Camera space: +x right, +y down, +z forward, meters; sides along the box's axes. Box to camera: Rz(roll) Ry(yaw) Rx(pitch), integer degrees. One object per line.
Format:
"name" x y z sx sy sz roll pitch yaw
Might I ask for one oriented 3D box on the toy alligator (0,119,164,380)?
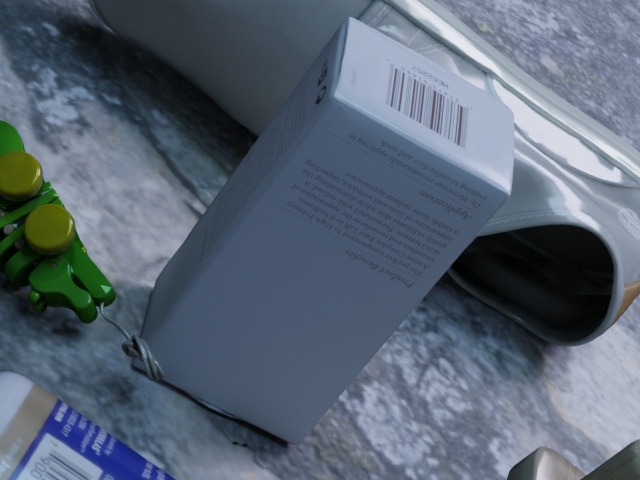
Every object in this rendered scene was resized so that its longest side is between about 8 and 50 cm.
"toy alligator" -0.156 0.013 1.120 0.051 0.056 0.189 -30 69 -9

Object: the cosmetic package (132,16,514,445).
"cosmetic package" 0.000 0.000 1.113 0.117 0.231 0.085 29 37 -15

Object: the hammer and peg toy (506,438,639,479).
"hammer and peg toy" 0.167 0.279 0.834 0.266 0.127 0.361 38 32 -17

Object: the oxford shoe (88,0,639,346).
"oxford shoe" 0.045 -0.068 1.307 0.449 0.169 0.130 30 56 -14

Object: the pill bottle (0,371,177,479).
"pill bottle" -0.081 0.191 0.898 0.265 0.153 0.153 36 35 -5
